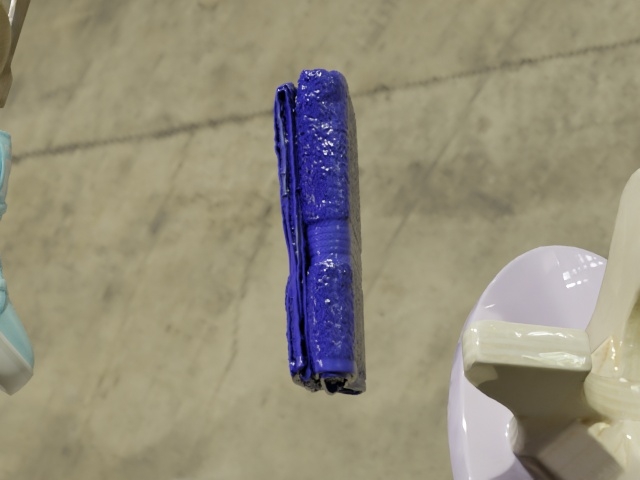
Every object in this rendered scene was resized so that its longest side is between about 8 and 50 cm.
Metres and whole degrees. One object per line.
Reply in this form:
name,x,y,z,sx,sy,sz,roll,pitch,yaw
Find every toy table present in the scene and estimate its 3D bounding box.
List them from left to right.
toy table,0.181,0.099,0.909,0.161,0.252,0.274,119,142,-57

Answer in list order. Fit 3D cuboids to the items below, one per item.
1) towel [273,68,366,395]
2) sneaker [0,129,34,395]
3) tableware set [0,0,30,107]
towel,0.000,0.000,1.538,0.076,0.227,0.308,-2,79,4
sneaker,-0.343,-0.035,1.454,0.150,0.366,0.135,-30,3,-12
tableware set,-0.220,-0.059,0.869,0.039,0.128,0.194,25,105,32
